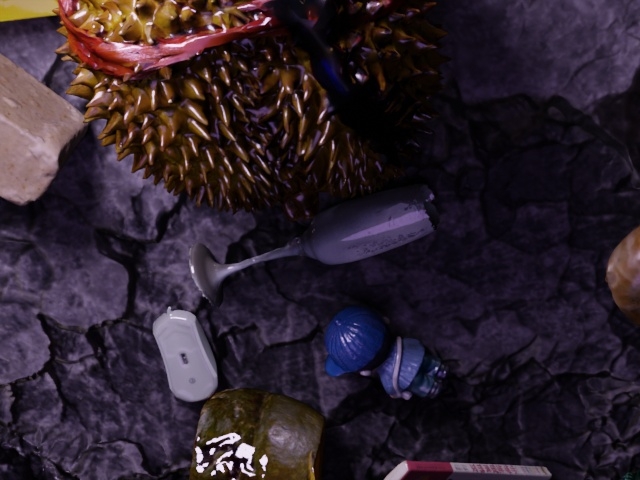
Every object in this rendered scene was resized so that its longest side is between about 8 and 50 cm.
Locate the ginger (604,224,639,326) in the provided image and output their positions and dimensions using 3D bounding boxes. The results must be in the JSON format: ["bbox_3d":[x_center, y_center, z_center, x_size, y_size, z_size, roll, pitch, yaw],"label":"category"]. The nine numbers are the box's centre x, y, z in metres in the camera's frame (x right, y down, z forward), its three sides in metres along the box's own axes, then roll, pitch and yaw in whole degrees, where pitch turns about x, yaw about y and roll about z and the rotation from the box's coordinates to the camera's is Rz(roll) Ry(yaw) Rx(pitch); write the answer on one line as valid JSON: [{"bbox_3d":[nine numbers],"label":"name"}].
[{"bbox_3d":[0.435,-0.028,1.650,0.375,0.176,0.256,-38,122,24],"label":"ginger"}]

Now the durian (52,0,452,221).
[{"bbox_3d":[-0.060,-0.197,1.555,0.347,0.347,0.385,-7,108,12],"label":"durian"}]

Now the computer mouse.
[{"bbox_3d":[-0.143,0.118,1.890,0.055,0.032,0.110,-14,105,14],"label":"computer mouse"}]

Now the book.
[{"bbox_3d":[0.122,0.292,1.868,0.231,0.022,0.162,11,128,-43],"label":"book"}]

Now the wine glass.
[{"bbox_3d":[0.000,0.000,1.786,0.262,0.074,0.074,-17,114,16],"label":"wine glass"}]

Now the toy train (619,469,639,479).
[{"bbox_3d":[0.328,0.320,1.909,0.099,0.070,0.172,36,117,1],"label":"toy train"}]

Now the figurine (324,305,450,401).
[{"bbox_3d":[0.067,0.122,1.837,0.136,0.079,0.077,25,77,0],"label":"figurine"}]

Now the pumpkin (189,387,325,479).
[{"bbox_3d":[-0.071,0.321,1.879,0.139,0.222,0.317,9,120,3],"label":"pumpkin"}]

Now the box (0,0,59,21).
[{"bbox_3d":[-0.338,-0.338,1.669,0.153,0.041,0.279,-5,117,12],"label":"box"}]

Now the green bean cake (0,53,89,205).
[{"bbox_3d":[-0.327,-0.123,1.744,0.179,0.109,0.085,35,117,-11],"label":"green bean cake"}]
